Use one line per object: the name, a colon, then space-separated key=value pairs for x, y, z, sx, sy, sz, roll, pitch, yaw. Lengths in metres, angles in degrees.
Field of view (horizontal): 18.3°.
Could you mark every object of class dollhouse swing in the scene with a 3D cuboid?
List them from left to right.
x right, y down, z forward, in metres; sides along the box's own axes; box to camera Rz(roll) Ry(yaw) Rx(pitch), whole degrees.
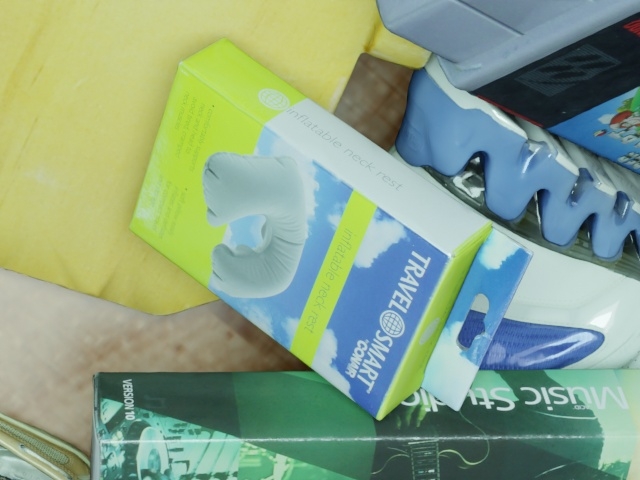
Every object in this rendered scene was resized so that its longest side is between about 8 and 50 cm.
dollhouse swing: x=-0.114 y=-0.194 z=1.007 sx=0.347 sy=0.305 sz=0.315 roll=17 pitch=50 yaw=-10

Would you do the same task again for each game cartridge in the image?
game cartridge: x=0.210 y=-0.103 z=0.913 sx=0.230 sy=0.355 sz=0.068 roll=-29 pitch=62 yaw=30

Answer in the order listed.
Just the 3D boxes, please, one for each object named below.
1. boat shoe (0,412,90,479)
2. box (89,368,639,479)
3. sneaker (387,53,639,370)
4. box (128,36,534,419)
boat shoe: x=-0.201 y=0.103 z=1.006 sx=0.190 sy=0.072 sz=0.068 roll=16 pitch=91 yaw=-11
box: x=0.041 y=0.166 z=1.004 sx=0.322 sy=0.058 sz=0.232 roll=-1 pitch=129 yaw=-11
sneaker: x=0.122 y=0.043 z=1.043 sx=0.315 sy=0.127 sz=0.182 roll=32 pitch=111 yaw=-24
box: x=0.000 y=0.000 z=0.910 sx=0.178 sy=0.042 sz=0.109 roll=36 pitch=131 yaw=18
